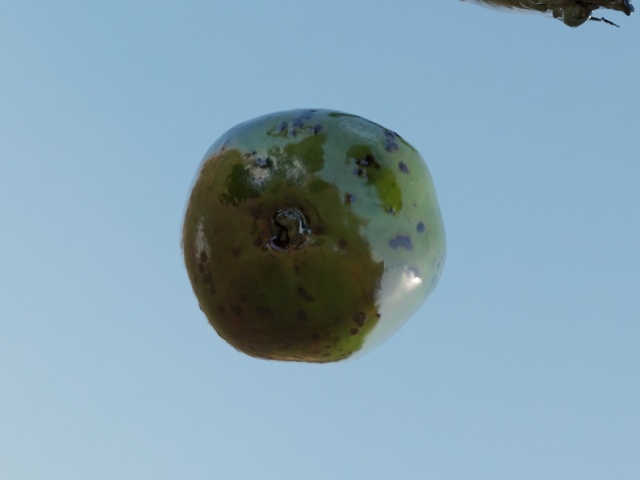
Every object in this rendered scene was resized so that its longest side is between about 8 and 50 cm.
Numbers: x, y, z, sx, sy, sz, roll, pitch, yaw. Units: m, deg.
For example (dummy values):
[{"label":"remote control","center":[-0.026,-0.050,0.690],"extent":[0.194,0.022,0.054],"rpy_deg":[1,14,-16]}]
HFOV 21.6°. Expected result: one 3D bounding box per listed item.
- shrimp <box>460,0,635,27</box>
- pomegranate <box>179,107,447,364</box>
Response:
[{"label":"shrimp","center":[0.082,-0.214,0.968],"extent":[0.262,0.051,0.198],"rpy_deg":[41,-19,56]},{"label":"pomegranate","center":[0.000,0.000,0.725],"extent":[0.114,0.114,0.142],"rpy_deg":[46,7,14]}]
